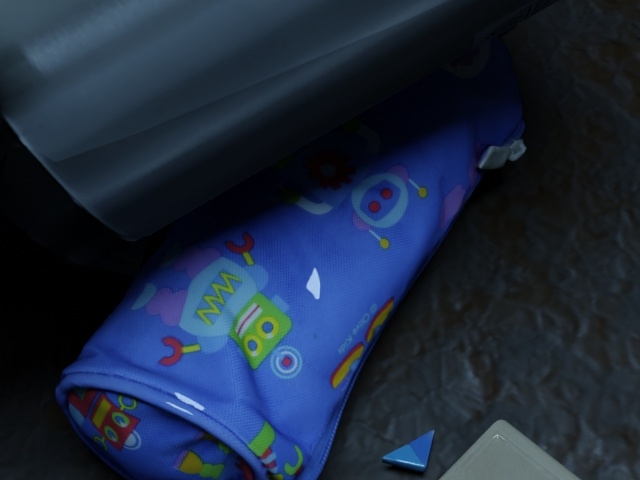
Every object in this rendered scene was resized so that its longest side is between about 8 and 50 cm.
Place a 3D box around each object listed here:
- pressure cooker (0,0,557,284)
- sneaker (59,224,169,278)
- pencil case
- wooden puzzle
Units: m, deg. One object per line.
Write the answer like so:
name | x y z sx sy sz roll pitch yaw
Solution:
pressure cooker | -0.106 -0.186 0.515 0.420 0.370 0.375 -30 56 2
sneaker | -0.132 -0.066 0.737 0.118 0.083 0.222 14 52 -2
pencil case | 0.000 0.000 0.636 0.133 0.119 0.306 27 61 14
wooden puzzle | 0.091 0.130 0.595 0.078 0.014 0.116 -32 57 -21
